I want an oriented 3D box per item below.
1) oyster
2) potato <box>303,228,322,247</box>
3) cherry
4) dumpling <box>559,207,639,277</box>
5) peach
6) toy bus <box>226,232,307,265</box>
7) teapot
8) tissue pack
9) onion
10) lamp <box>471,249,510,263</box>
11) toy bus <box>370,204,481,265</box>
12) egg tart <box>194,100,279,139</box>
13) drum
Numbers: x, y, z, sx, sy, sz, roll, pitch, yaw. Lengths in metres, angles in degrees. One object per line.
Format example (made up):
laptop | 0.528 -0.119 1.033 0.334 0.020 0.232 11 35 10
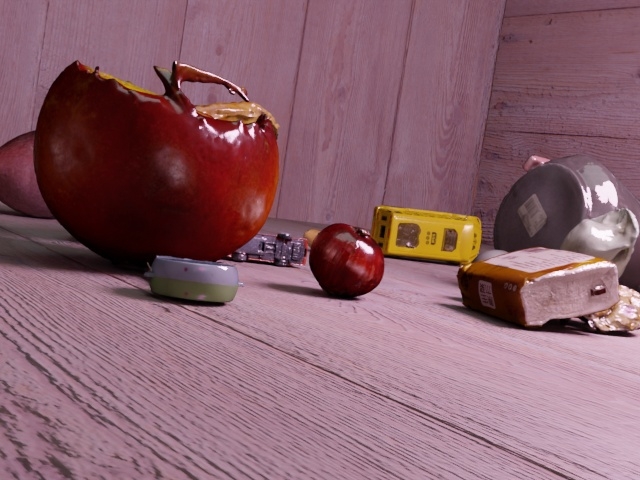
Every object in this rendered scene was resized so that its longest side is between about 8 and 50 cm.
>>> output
oyster | 0.475 0.113 1.755 0.163 0.081 0.191 4 0 0
potato | 0.000 0.000 2.544 0.083 0.062 0.068 38 -20 11
cherry | -0.634 -0.142 2.334 0.239 0.206 0.239 -9 33 6
dumpling | 0.465 0.012 1.803 0.108 0.152 0.219 14 -34 -32
peach | -0.251 -0.104 1.613 0.335 0.310 0.406 13 -2 31
toy bus | -0.125 0.013 2.024 0.192 0.065 0.077 7 -4 -22
teapot | 0.553 -0.021 2.119 0.362 0.305 0.376 17 38 -34
tissue pack | 0.352 0.071 1.691 0.183 0.091 0.226 -15 12 -17
onion | 0.042 0.032 1.655 0.131 0.131 0.131 8 3 -1
lamp | 0.318 0.067 1.876 0.105 0.105 0.105 8 3 -1
toy bus | 0.305 -0.011 2.805 0.330 0.144 0.152 6 4 -23
egg tart | -0.261 -0.107 1.984 0.443 0.178 0.443 -25 -14 -7
drum | -0.170 0.049 1.423 0.130 0.049 0.253 7 0 -4
